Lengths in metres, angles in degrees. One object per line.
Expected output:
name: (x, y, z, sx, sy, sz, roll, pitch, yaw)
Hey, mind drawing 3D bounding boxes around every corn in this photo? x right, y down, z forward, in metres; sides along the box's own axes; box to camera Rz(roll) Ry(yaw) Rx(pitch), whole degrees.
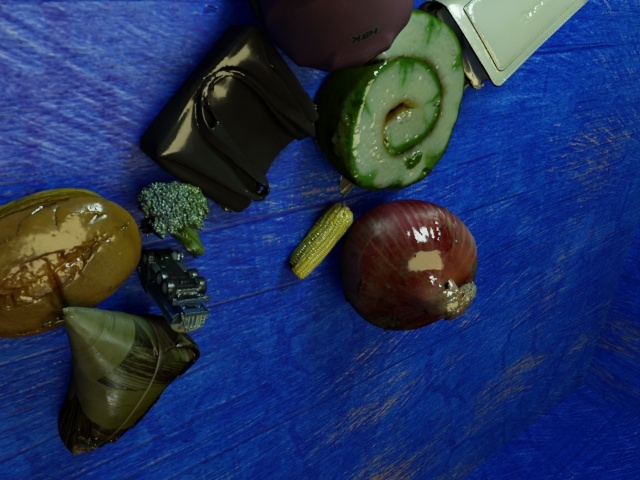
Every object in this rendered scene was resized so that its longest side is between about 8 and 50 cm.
corn: (0.000, 0.000, 1.037, 0.203, 0.072, 0.072, -52, 132, -4)

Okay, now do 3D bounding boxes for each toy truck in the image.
toy truck: (-0.260, 0.086, 0.790, 0.074, 0.202, 0.088, -2, 116, -41)

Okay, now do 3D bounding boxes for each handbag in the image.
handbag: (0.412, -0.541, 1.013, 0.358, 0.160, 0.236, -43, 115, -9)
handbag: (-0.143, -0.204, 0.804, 0.285, 0.114, 0.257, -54, 139, -3)

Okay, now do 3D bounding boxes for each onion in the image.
onion: (0.212, 0.066, 1.090, 0.354, 0.354, 0.353, -17, 121, -31)

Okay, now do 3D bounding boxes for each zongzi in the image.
zongzi: (-0.398, 0.236, 0.747, 0.289, 0.154, 0.317, -50, 153, -3)

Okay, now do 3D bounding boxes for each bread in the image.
bread: (0.153, -0.297, 0.950, 0.366, 0.129, 0.381, -38, 129, -17)
bread: (-0.418, 0.029, 0.682, 0.270, 0.143, 0.195, -34, 129, -22)

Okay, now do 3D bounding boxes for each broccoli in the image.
broccoli: (-0.250, -0.028, 0.796, 0.123, 0.118, 0.204, -11, 155, -5)

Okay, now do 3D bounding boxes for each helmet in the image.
helmet: (0.026, -0.378, 0.707, 0.271, 0.338, 0.197, -22, 136, -2)

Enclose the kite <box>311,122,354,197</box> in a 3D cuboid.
kite: (0.082, -0.256, 1.011, 0.315, 0.011, 0.335, -9, 116, -34)
